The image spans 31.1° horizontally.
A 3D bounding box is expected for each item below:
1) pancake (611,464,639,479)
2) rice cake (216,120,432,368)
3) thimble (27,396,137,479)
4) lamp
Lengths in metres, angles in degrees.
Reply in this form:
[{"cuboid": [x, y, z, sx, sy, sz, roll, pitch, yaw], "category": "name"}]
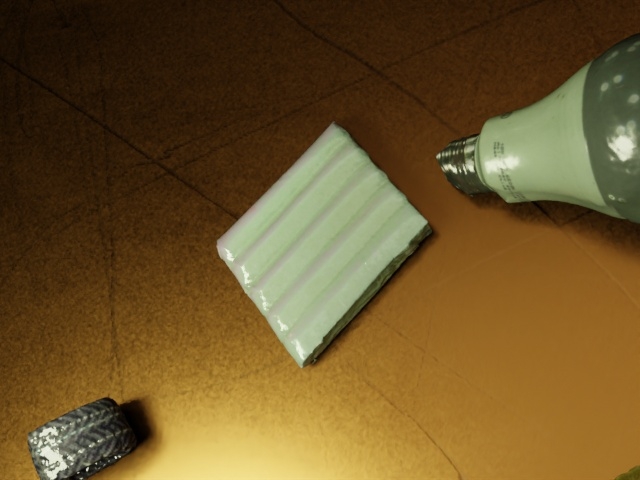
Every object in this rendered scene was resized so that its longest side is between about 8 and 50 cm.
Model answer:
[{"cuboid": [0.245, 0.355, 0.973, 0.197, 0.054, 0.377, 13, 66, 38], "category": "pancake"}, {"cuboid": [0.000, 0.000, 1.206, 0.198, 0.037, 0.189, -40, 67, 5], "category": "rice cake"}, {"cuboid": [-0.251, 0.215, 1.207, 0.104, 0.095, 0.066, -23, 76, -26], "category": "thimble"}, {"cuboid": [0.252, -0.098, 1.066, 0.313, 0.182, 0.182, -4, 74, 18], "category": "lamp"}]
